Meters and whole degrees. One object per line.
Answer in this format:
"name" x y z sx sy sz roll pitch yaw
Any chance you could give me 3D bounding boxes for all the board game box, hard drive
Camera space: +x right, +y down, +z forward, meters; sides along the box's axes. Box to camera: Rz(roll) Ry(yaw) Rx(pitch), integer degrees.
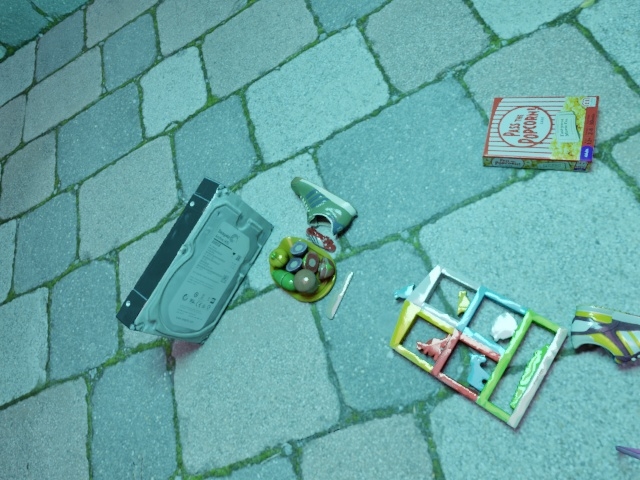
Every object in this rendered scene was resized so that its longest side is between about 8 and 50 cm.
"board game box" 0.444 -0.219 0.826 0.193 0.045 0.147 8 73 26
"hard drive" -0.258 0.058 0.906 0.064 0.237 0.339 25 80 29

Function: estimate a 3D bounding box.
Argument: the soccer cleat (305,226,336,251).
"soccer cleat" 0.000 0.000 0.940 0.083 0.036 0.029 35 61 8

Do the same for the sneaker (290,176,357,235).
"sneaker" -0.013 -0.078 0.953 0.192 0.064 0.086 31 79 27

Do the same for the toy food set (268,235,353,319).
"toy food set" -0.038 0.065 0.903 0.217 0.071 0.128 29 83 29

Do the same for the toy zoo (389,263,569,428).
"toy zoo" 0.263 0.171 0.755 0.293 0.030 0.192 29 83 30

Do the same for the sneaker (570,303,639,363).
"sneaker" 0.504 0.161 0.641 0.185 0.069 0.084 11 83 33

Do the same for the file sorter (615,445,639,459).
"file sorter" 0.475 0.412 0.472 0.182 0.202 0.291 -1 69 26
